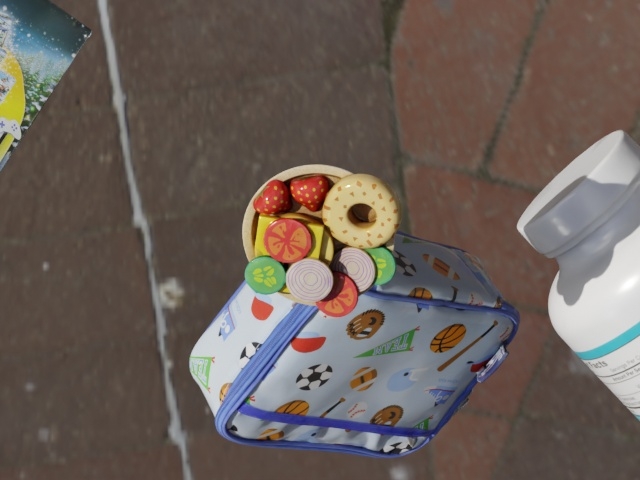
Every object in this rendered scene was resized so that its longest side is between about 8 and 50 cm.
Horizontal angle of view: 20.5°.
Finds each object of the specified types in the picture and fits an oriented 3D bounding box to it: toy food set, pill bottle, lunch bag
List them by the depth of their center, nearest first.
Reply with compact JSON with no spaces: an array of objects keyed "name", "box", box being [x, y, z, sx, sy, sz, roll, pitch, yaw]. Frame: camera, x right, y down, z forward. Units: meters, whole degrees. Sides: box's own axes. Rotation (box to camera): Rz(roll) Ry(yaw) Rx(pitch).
[{"name":"toy food set","box":[0.000,0.000,0.928,0.083,0.020,0.082,9,114,1]},{"name":"pill bottle","box":[0.247,0.055,1.123,0.146,0.146,0.264,-42,96,14]},{"name":"lunch bag","box":[0.037,0.109,1.710,0.303,0.115,0.243,14,123,-42]}]

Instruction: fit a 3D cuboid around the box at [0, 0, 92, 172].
[{"name":"box","box":[-0.293,-0.141,1.192,0.233,0.044,0.159,35,69,-14]}]
